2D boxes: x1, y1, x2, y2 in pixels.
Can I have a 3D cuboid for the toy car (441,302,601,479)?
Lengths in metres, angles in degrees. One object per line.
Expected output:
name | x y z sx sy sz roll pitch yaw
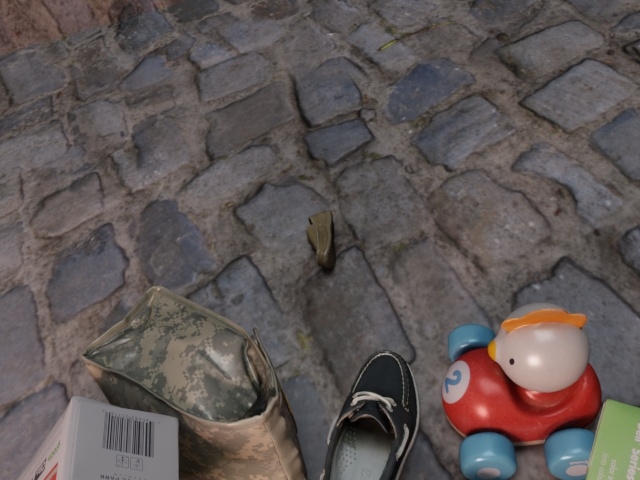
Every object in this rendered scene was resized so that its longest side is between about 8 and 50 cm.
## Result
toy car | 0.261 0.157 0.885 0.211 0.237 0.219 -5 44 8

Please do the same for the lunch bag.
lunch bag | -0.139 0.223 0.910 0.287 0.235 0.169 20 50 30

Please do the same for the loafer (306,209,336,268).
loafer | 0.000 0.000 1.244 0.050 0.056 0.148 -7 34 7

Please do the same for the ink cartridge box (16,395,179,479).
ink cartridge box | -0.278 0.375 0.738 0.130 0.309 0.271 22 35 -29

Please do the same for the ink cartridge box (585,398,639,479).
ink cartridge box | 0.453 0.316 0.698 0.354 0.207 0.119 13 48 25

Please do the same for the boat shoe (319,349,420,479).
boat shoe | 0.071 0.263 0.925 0.115 0.091 0.302 1 45 14
